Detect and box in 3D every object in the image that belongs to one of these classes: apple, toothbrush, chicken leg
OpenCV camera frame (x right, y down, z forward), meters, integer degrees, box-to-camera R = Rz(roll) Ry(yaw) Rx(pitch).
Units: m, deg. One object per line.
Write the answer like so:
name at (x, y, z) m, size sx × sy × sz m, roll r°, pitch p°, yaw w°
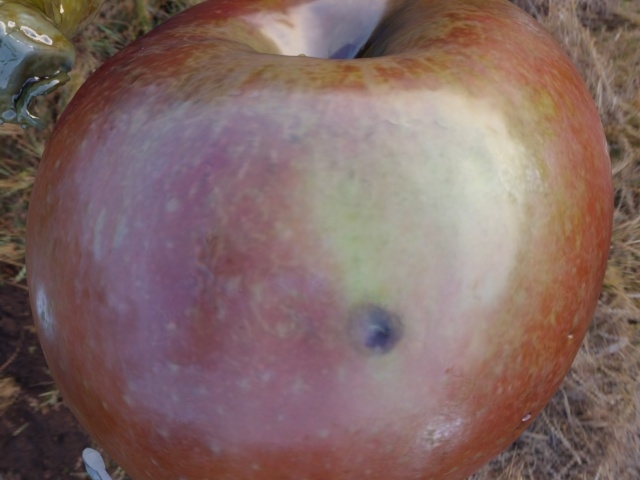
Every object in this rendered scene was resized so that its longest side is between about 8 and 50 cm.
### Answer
apple at (0.000, 0.000, 0.596) m, size 0.349 × 0.348 × 0.277 m, roll 2°, pitch 120°, yaw 14°
toothbrush at (-0.139, 0.194, 0.703) m, size 0.014 × 0.194 × 0.017 m, roll -16°, pitch 111°, yaw -26°
chicken leg at (-0.239, -0.211, 0.804) m, size 0.201 × 0.429 × 0.152 m, roll 11°, pitch 122°, yaw -15°
